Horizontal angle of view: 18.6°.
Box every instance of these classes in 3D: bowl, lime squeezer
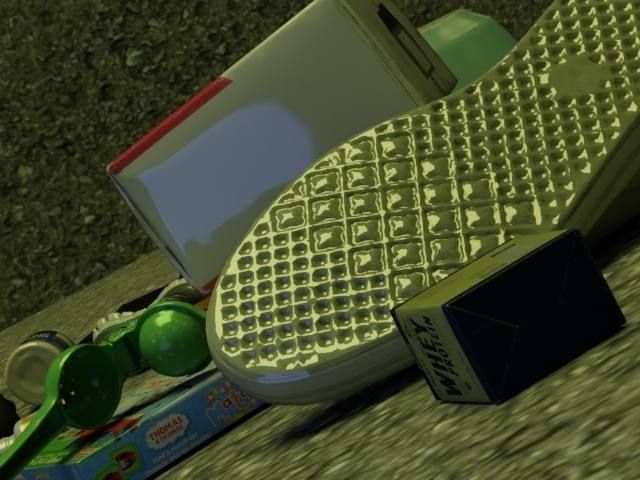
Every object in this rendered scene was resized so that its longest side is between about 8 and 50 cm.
[{"bbox_3d":[0.109,-0.135,2.076,0.312,0.163,0.311,-28,6,3],"label":"bowl"},{"bbox_3d":[-0.114,0.080,1.266,0.310,0.058,0.110,-28,7,-14],"label":"lime squeezer"}]

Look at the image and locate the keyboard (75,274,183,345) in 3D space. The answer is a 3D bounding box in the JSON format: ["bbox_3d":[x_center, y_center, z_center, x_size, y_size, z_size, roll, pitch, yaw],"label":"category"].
[{"bbox_3d":[-0.133,0.051,2.238,0.317,0.033,0.201,-22,14,40],"label":"keyboard"}]

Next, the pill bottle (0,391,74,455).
[{"bbox_3d":[-0.213,0.153,1.550,0.083,0.043,0.043,-29,5,-3],"label":"pill bottle"}]

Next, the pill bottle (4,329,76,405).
[{"bbox_3d":[-0.289,0.130,2.050,0.067,0.067,0.120,-28,5,4],"label":"pill bottle"}]

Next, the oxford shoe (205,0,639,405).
[{"bbox_3d":[0.118,-0.027,1.238,0.449,0.169,0.130,-39,-35,-26],"label":"oxford shoe"}]

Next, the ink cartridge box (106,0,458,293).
[{"bbox_3d":[-0.020,-0.091,1.567,0.226,0.131,0.306,-38,3,11],"label":"ink cartridge box"}]

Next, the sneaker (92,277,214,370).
[{"bbox_3d":[-0.158,0.093,1.866,0.166,0.065,0.076,-29,20,31],"label":"sneaker"}]

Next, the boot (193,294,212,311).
[{"bbox_3d":[0.000,0.000,1.676,0.280,0.096,0.264,-29,5,-3],"label":"boot"}]

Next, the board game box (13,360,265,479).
[{"bbox_3d":[-0.100,0.117,1.345,0.211,0.039,0.160,-30,6,-28],"label":"board game box"}]

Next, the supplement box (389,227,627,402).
[{"bbox_3d":[0.094,0.039,0.998,0.083,0.056,0.083,-29,5,-17],"label":"supplement box"}]

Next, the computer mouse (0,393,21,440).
[{"bbox_3d":[-0.371,0.185,1.906,0.188,0.072,0.272,-29,5,-20],"label":"computer mouse"}]
